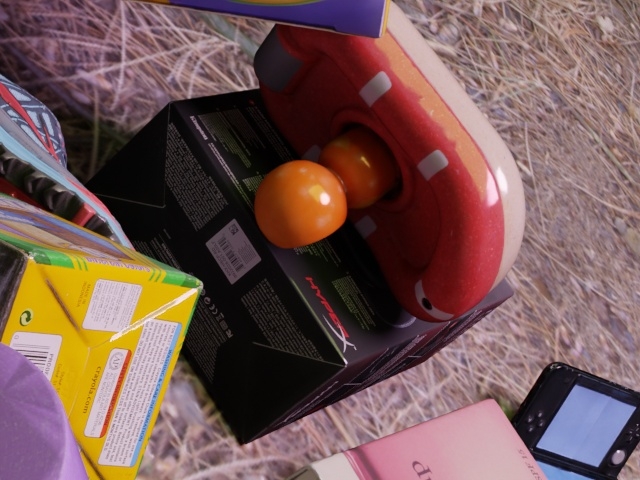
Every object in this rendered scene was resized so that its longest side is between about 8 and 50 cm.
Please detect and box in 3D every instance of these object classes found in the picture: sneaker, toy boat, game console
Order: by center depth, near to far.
[{"bbox_3d":[-0.182,-0.041,1.088,0.262,0.104,0.125,49,28,-2],"label":"sneaker"},{"bbox_3d":[0.022,-0.042,1.134,0.151,0.151,0.231,-35,84,-28],"label":"toy boat"},{"bbox_3d":[0.221,0.181,1.396,0.144,0.124,0.085,22,13,-40],"label":"game console"}]

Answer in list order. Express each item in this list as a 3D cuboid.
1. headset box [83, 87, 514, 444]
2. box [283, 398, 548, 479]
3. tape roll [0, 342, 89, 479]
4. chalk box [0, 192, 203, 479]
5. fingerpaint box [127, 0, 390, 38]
[{"bbox_3d":[0.000,0.000,1.273,0.218,0.110,0.293,56,31,10],"label":"headset box"},{"bbox_3d":[0.051,0.208,1.093,0.232,0.127,0.148,-10,65,-57],"label":"box"},{"bbox_3d":[-0.217,0.143,0.662,0.275,0.275,0.090,-71,152,-56],"label":"tape roll"},{"bbox_3d":[-0.194,0.041,0.904,0.213,0.132,0.132,23,6,37],"label":"chalk box"},{"bbox_3d":[-0.152,-0.335,1.139,0.445,0.163,0.371,9,46,1],"label":"fingerpaint box"}]
